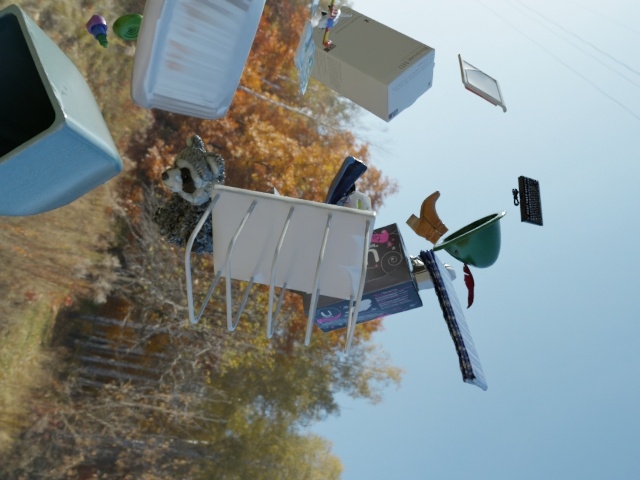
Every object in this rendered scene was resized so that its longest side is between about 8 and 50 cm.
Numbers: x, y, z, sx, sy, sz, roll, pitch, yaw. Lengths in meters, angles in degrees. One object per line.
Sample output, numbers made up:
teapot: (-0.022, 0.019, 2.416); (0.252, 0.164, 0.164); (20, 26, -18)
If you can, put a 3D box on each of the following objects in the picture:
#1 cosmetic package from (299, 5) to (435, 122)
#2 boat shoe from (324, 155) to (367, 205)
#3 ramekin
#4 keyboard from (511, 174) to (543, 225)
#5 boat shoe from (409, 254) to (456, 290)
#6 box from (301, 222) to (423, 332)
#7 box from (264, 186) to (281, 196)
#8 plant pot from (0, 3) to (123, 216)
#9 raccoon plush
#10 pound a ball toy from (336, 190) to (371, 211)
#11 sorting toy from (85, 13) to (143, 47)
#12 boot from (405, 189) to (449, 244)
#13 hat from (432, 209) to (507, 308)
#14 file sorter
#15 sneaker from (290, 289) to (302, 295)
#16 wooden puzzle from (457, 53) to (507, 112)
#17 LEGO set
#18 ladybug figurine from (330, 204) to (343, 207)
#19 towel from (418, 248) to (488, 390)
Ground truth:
cosmetic package: (0.144, -0.561, 1.447); (0.217, 0.385, 0.156); (-43, 150, -17)
boat shoe: (0.086, -0.185, 1.628); (0.258, 0.089, 0.109); (126, -21, -57)
ramekin: (-0.163, -0.297, 0.646); (0.273, 0.127, 0.272); (-162, -90, -73)
keyboard: (0.685, -0.136, 1.518); (0.023, 0.108, 0.180); (114, -13, -61)
boat shoe: (0.294, 0.105, 1.521); (0.335, 0.121, 0.119); (-19, -113, 49)
box: (0.088, 0.087, 1.060); (0.247, 0.142, 0.163); (-17, -125, 11)
box: (-0.215, -0.116, 1.770); (0.156, 0.093, 0.158); (-34, -163, 4)
plant pot: (-0.502, -0.187, 0.810); (0.248, 0.247, 0.252); (-30, 166, 3)
raccoon plush: (-0.313, -0.146, 1.400); (0.299, 0.216, 0.446); (-63, 165, 16)
pound a ball toy: (0.084, -0.009, 1.738); (0.208, 0.136, 0.319); (-36, -137, 45)
sorting toy: (-0.657, -0.739, 1.691); (0.127, 0.366, 0.126); (-27, -95, 45)
boot: (0.458, -0.091, 1.845); (0.197, 0.152, 0.073); (-50, 168, 2)
hat: (0.357, 0.053, 0.984); (0.173, 0.183, 0.208); (-29, 178, 14)
file sorter: (-0.066, 0.052, 0.760); (0.173, 0.278, 0.192); (-76, 175, -54)
sneaker: (-0.020, 0.204, 1.786); (0.118, 0.222, 0.083); (13, -108, 43)
wooden puzzle: (0.633, -0.619, 1.819); (0.044, 0.239, 0.220); (-46, -157, 41)
LEGO set: (0.012, -0.430, 0.917); (0.182, 0.060, 0.244); (62, 45, -86)
ladybug figurine: (0.000, 0.000, 1.495); (0.449, 0.305, 0.162); (-8, -139, 53)
towel: (0.335, 0.200, 1.152); (0.040, 0.243, 0.335); (-22, -119, 19)
